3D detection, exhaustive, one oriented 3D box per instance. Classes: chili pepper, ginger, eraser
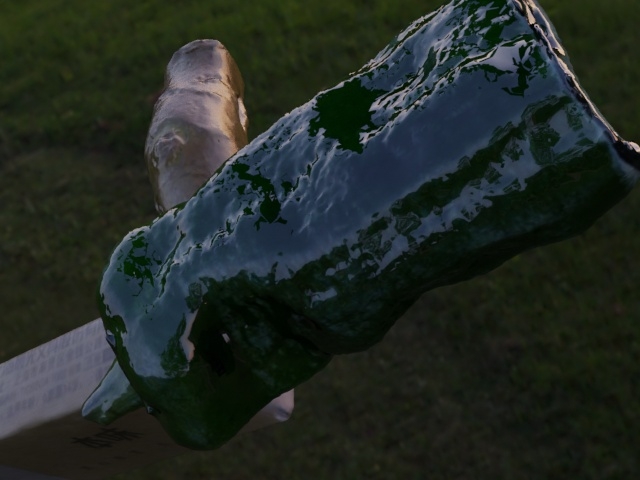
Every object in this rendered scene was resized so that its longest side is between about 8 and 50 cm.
[{"bbox_3d":[0.000,0.000,0.648,0.270,0.099,0.136,-38,59,16],"label":"chili pepper"},{"bbox_3d":[-0.122,-0.091,1.524,0.116,0.109,0.263,4,48,-9],"label":"ginger"},{"bbox_3d":[-0.183,0.137,1.238,0.343,0.144,0.078,-25,56,42],"label":"eraser"}]
